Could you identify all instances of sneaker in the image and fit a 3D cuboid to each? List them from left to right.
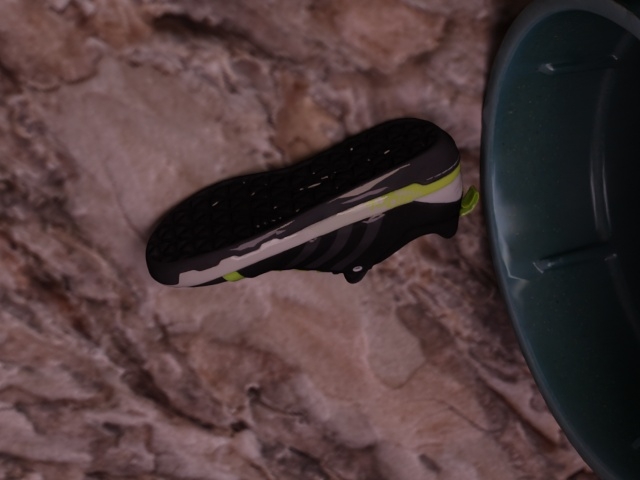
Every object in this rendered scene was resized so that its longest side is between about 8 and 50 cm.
[{"bbox_3d":[0.000,0.000,1.183,0.234,0.084,0.097,-20,125,-5],"label":"sneaker"}]

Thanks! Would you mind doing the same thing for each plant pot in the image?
[{"bbox_3d":[0.330,-0.025,1.145,0.334,0.341,0.341,-13,123,-20],"label":"plant pot"}]
